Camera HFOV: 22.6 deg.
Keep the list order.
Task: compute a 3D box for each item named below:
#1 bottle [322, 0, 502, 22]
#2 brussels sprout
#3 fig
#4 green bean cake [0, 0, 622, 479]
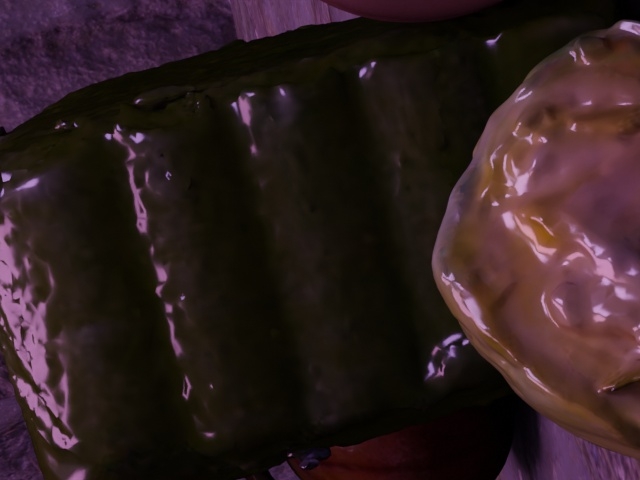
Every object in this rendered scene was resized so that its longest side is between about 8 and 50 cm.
[{"bbox_3d":[0.028,-0.219,0.761,0.206,0.173,0.297,40,-168,-28],"label":"bottle"},{"bbox_3d":[0.120,0.011,0.531,0.122,0.149,0.151,53,-148,-57],"label":"brussels sprout"},{"bbox_3d":[0.048,0.107,1.239,0.235,0.214,0.235,-169,90,-88],"label":"fig"},{"bbox_3d":[0.000,0.000,0.822,0.335,0.319,0.218,-112,5,-78],"label":"green bean cake"}]
